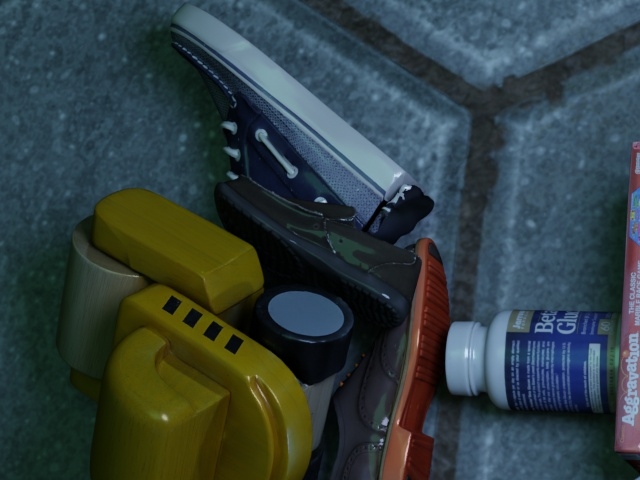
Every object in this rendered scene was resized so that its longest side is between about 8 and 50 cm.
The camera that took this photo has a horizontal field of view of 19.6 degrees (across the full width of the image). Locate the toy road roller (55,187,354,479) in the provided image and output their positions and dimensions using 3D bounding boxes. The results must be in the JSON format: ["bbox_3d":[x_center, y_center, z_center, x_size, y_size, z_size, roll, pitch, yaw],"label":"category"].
[{"bbox_3d":[-0.146,0.122,1.690,0.329,0.240,0.202,30,125,26],"label":"toy road roller"}]

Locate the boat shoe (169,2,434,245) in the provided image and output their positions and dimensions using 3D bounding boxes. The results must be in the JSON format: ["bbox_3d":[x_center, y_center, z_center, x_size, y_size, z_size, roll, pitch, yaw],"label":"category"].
[{"bbox_3d":[-0.061,-0.086,1.830,0.340,0.127,0.158,41,92,23],"label":"boat shoe"}]

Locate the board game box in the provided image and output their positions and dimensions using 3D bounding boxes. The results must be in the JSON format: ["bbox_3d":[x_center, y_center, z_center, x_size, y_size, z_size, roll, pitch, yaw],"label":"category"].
[{"bbox_3d":[0.299,0.067,1.663,0.027,0.145,0.281,-1,71,22],"label":"board game box"}]

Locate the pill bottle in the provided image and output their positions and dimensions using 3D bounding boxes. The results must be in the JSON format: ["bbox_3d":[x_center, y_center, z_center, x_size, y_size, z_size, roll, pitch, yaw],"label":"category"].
[{"bbox_3d":[0.205,0.111,1.703,0.169,0.094,0.094,0,72,16],"label":"pill bottle"}]

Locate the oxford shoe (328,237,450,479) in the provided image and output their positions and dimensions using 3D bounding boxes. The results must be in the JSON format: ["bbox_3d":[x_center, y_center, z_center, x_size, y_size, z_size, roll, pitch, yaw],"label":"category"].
[{"bbox_3d":[0.059,0.125,1.743,0.098,0.097,0.271,4,73,24],"label":"oxford shoe"}]

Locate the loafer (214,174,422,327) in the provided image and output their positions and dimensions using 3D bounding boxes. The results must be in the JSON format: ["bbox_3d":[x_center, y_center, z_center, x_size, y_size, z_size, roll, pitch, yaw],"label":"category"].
[{"bbox_3d":[0.000,0.000,1.725,0.220,0.080,0.078,32,63,12],"label":"loafer"}]

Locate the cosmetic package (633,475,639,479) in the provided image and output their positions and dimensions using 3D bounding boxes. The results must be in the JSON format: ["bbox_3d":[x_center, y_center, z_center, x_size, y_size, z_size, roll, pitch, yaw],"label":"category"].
[{"bbox_3d":[0.350,0.299,1.575,0.127,0.107,0.238,-26,60,-16],"label":"cosmetic package"}]
